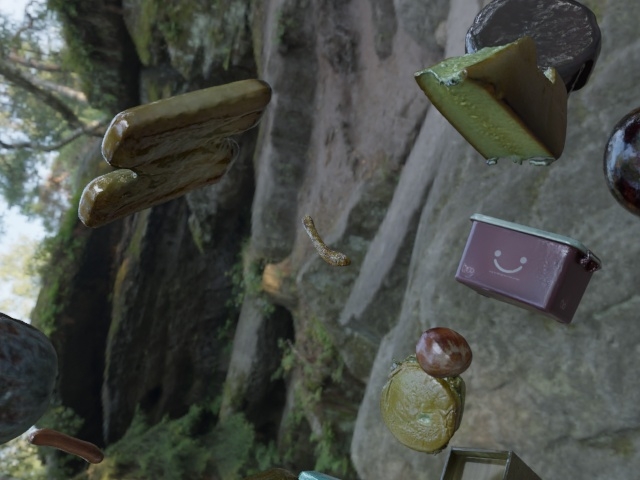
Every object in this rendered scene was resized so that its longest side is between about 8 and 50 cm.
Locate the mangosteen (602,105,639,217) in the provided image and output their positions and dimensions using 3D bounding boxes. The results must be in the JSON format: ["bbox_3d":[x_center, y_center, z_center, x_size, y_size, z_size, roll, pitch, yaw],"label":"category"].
[{"bbox_3d":[0.752,-0.163,1.559,0.288,0.288,0.288,13,-90,-87],"label":"mangosteen"}]

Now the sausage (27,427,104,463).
[{"bbox_3d":[-0.564,0.456,1.608,0.186,0.043,0.043,36,-123,-39],"label":"sausage"}]

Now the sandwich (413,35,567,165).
[{"bbox_3d":[0.228,-0.199,0.959,0.236,0.122,0.128,32,-120,-45],"label":"sandwich"}]

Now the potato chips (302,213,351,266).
[{"bbox_3d":[0.000,0.000,1.246,0.204,0.037,0.026,-131,20,-62],"label":"potato chips"}]

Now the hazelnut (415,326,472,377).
[{"bbox_3d":[0.187,0.170,1.089,0.086,0.086,0.086,13,-90,-87],"label":"hazelnut"}]

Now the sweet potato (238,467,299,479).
[{"bbox_3d":[-0.106,0.353,0.963,0.233,0.081,0.062,4,-107,-58],"label":"sweet potato"}]

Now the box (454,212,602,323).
[{"bbox_3d":[0.462,0.066,1.639,0.193,0.294,0.167,24,-93,-48],"label":"box"}]

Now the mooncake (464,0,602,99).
[{"bbox_3d":[0.454,-0.402,1.557,0.141,0.283,0.283,69,-149,-57],"label":"mooncake"}]

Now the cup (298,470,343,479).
[{"bbox_3d":[0.054,0.572,1.495,0.134,0.236,0.148,32,-107,-56],"label":"cup"}]

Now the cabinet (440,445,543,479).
[{"bbox_3d":[0.412,0.604,1.689,0.175,0.215,0.148,-11,45,45],"label":"cabinet"}]

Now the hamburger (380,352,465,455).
[{"bbox_3d":[0.232,0.366,1.610,0.122,0.189,0.215,-10,-74,-58],"label":"hamburger"}]

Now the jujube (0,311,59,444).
[{"bbox_3d":[-0.612,0.227,1.193,0.215,0.308,0.246,20,89,53],"label":"jujube"}]

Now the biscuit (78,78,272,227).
[{"bbox_3d":[-0.215,-0.135,1.077,0.291,0.062,0.237,-29,-15,-42],"label":"biscuit"}]
